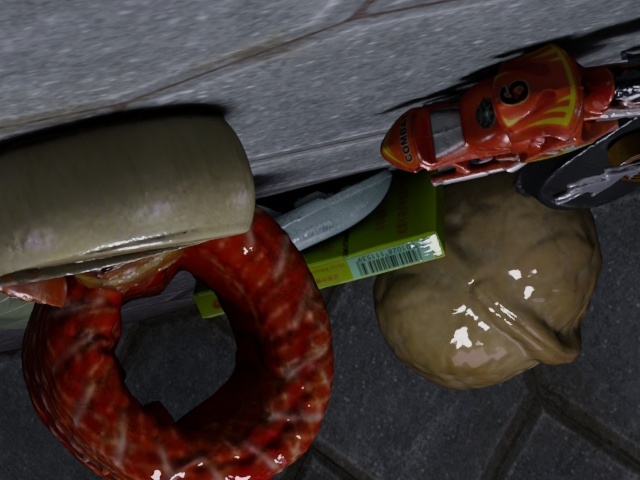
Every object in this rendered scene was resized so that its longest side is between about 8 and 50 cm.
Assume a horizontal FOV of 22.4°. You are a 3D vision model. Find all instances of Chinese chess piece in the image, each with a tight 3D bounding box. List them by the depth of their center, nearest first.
[{"bbox_3d":[-0.178,-0.031,1.321,0.249,0.103,0.250,-13,178,-1],"label":"Chinese chess piece"}]

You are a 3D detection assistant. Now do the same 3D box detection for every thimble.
[{"bbox_3d":[-0.166,0.124,1.843,0.350,0.350,0.230,-13,176,-17],"label":"thimble"}]

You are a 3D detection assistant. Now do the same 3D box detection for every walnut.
[{"bbox_3d":[0.247,0.050,2.377,0.381,0.381,0.381,-14,176,-1],"label":"walnut"}]

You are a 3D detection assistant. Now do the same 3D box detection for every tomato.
[{"bbox_3d":[-0.320,0.018,1.606,0.155,0.069,0.155,15,176,1],"label":"tomato"}]

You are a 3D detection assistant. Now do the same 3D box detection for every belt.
[{"bbox_3d":[0.367,-0.097,1.832,0.083,0.036,0.059,-5,143,-22],"label":"belt"}]

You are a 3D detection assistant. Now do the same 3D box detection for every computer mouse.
[{"bbox_3d":[0.357,-0.133,1.893,0.295,0.087,0.168,-34,151,31],"label":"computer mouse"}]

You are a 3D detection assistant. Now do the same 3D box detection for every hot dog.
[{"bbox_3d":[-0.200,-0.003,1.622,0.146,0.103,0.213,-13,175,2],"label":"hot dog"}]

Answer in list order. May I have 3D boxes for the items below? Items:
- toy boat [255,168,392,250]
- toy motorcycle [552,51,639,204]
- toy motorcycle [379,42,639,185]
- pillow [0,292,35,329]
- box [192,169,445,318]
[{"bbox_3d":[-0.026,-0.033,2.078,0.260,0.085,0.078,-25,178,-4],"label":"toy boat"},{"bbox_3d":[0.405,-0.143,1.561,0.400,0.134,0.207,-16,175,6],"label":"toy motorcycle"},{"bbox_3d":[0.191,-0.117,1.481,0.171,0.089,0.298,-10,175,-33],"label":"toy motorcycle"},{"bbox_3d":[-0.386,0.068,2.194,0.280,0.076,0.274,-5,170,-31],"label":"pillow"},{"bbox_3d":[0.000,0.000,2.148,0.335,0.047,0.187,-14,-151,12],"label":"box"}]
